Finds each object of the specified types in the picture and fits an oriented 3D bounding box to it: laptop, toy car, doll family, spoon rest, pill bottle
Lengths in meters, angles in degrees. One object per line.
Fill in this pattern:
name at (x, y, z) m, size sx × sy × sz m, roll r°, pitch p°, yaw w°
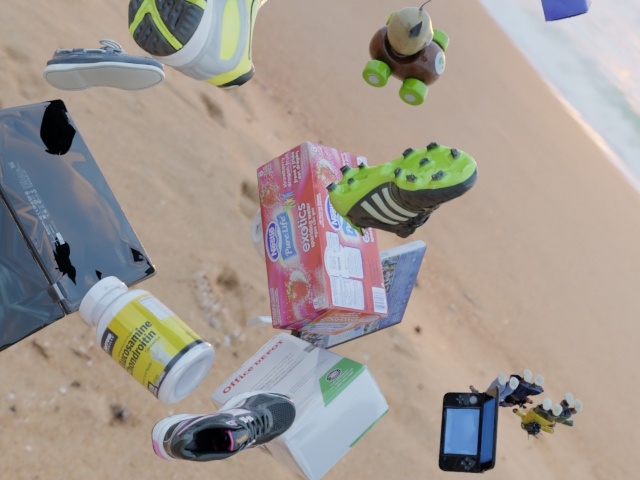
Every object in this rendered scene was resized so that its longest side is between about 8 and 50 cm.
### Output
laptop at (-0.571, -0.009, 1.858) m, size 0.382 × 0.236 × 0.408 m, roll 62°, pitch 31°, yaw 0°
toy car at (0.177, -0.369, 1.909) m, size 0.149 × 0.188 × 0.155 m, roll 26°, pitch 64°, yaw -3°
doll family at (0.347, 0.283, 1.799) m, size 0.193 × 0.111 × 0.076 m, roll 34°, pitch 54°, yaw 1°
spoon rest at (-0.092, 0.041, 2.083) m, size 0.084 × 0.137 × 0.276 m, roll 16°, pitch 68°, yaw -31°
pill bottle at (-0.242, 0.132, 1.438) m, size 0.184 × 0.103 × 0.103 m, roll 37°, pitch 20°, yaw 19°

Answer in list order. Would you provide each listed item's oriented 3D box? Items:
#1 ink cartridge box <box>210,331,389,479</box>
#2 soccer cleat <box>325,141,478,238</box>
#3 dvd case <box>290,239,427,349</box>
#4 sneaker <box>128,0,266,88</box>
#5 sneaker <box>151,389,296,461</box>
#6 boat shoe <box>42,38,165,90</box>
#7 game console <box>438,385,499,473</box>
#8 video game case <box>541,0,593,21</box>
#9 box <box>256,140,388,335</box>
ink cartridge box at (-0.034, 0.236, 1.523) m, size 0.219 × 0.160 × 0.093 m, roll 15°, pitch -40°, yaw 55°
soccer cleat at (0.078, -0.039, 0.910) m, size 0.072 × 0.179 × 0.060 m, roll 51°, pitch 60°, yaw -22°
dvd case at (0.061, 0.100, 1.765) m, size 0.253 × 0.180 × 0.022 m, roll -16°, pitch 45°, yaw -36°
sneaker at (-0.134, -0.351, 1.270) m, size 0.147 × 0.145 × 0.385 m, roll 40°, pitch 50°, yaw -48°
sneaker at (-0.103, 0.229, 1.234) m, size 0.178 × 0.072 × 0.077 m, roll -16°, pitch 10°, yaw -29°
boat shoe at (-0.412, -0.337, 2.020) m, size 0.095 × 0.254 × 0.079 m, roll 54°, pitch 42°, yaw -54°
game console at (0.221, 0.280, 1.559) m, size 0.071 × 0.107 × 0.122 m, roll 40°, pitch 53°, yaw -57°
video game case at (0.312, -0.450, 1.378) m, size 0.244 × 0.061 × 0.269 m, roll -51°, pitch 127°, yaw -58°
box at (0.000, 0.000, 1.537) m, size 0.128 × 0.122 × 0.257 m, roll 11°, pitch 64°, yaw -43°
